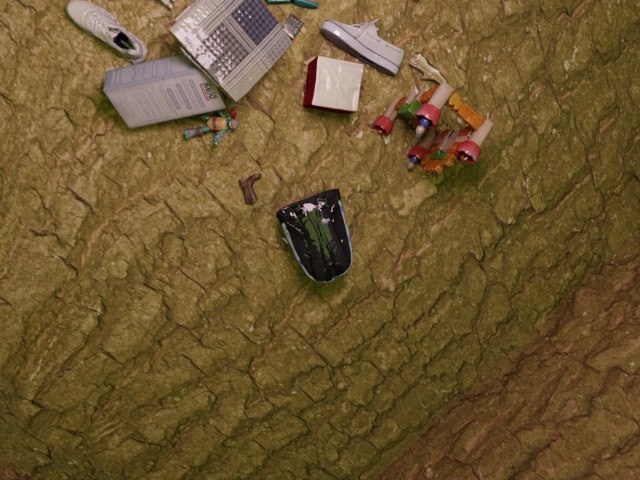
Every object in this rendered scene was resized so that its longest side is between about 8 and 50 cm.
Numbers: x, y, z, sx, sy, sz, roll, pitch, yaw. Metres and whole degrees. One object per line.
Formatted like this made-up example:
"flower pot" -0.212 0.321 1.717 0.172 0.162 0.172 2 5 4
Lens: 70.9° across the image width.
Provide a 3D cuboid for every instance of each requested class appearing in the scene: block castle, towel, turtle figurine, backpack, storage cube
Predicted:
"block castle" 0.419 -0.422 1.777 0.303 0.453 0.212 35 87 -19
"towel" -0.295 -0.680 1.509 0.324 0.056 0.312 -49 118 -10
"turtle figurine" -0.410 -0.456 1.754 0.235 0.118 0.175 -1 90 3
"backpack" 0.000 0.000 1.910 0.291 0.273 0.355 -23 86 -8
"storage cube" 0.049 -0.609 1.777 0.215 0.193 0.183 6 103 -13

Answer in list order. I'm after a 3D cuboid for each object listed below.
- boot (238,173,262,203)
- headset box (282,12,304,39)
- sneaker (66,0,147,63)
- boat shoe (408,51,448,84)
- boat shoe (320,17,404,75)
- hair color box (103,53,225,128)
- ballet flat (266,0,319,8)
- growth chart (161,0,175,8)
"boot" -0.278 -0.215 1.886 0.107 0.037 0.114 -17 104 6
"headset box" -0.115 -0.836 1.766 0.062 0.032 0.083 33 96 -18
"sneaker" -0.761 -0.753 1.601 0.292 0.118 0.110 32 97 -17
"boat shoe" 0.455 -0.713 1.915 0.190 0.068 0.072 38 106 -9
"boat shoe" 0.185 -0.810 1.787 0.368 0.136 0.156 22 99 -20
"hair color box" -0.551 -0.542 1.620 0.375 0.113 0.185 -11 149 3
"ballet flat" -0.107 -0.939 1.722 0.214 0.072 0.068 0 100 -12
"growth chart" -0.544 -0.970 1.589 0.172 0.021 0.237 16 93 -61
